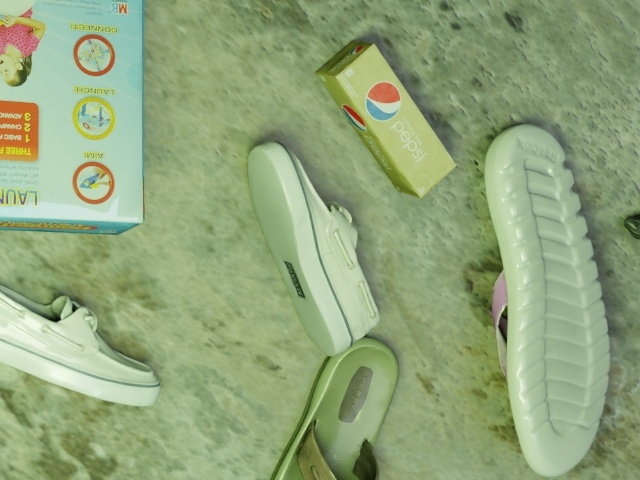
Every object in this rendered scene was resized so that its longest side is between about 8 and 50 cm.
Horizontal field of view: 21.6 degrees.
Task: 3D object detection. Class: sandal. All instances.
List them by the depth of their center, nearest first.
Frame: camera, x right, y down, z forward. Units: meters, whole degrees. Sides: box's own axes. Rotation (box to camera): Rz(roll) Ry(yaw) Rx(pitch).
[{"bbox_3d":[0.018,0.259,1.925,0.120,0.086,0.303,14,93,-27],"label":"sandal"},{"bbox_3d":[0.255,0.071,2.005,0.169,0.102,0.416,-3,88,-40],"label":"sandal"}]

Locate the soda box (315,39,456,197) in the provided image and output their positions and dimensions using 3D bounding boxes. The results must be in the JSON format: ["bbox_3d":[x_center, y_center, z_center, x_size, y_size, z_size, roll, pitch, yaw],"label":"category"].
[{"bbox_3d":[0.075,-0.136,1.895,0.061,0.058,0.181,-42,114,-13],"label":"soda box"}]

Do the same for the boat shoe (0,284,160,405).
[{"bbox_3d":[-0.272,0.100,1.751,0.258,0.095,0.084,23,93,-28],"label":"boat shoe"}]

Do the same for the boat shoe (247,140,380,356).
[{"bbox_3d":[0.000,0.000,1.865,0.088,0.096,0.267,-31,112,-22],"label":"boat shoe"}]

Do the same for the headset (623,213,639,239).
[{"bbox_3d":[0.531,0.099,2.141,0.243,0.185,0.394,-52,131,-4],"label":"headset"}]

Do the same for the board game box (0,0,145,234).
[{"bbox_3d":[-0.327,-0.165,1.623,0.308,0.086,0.302,3,81,-23],"label":"board game box"}]
